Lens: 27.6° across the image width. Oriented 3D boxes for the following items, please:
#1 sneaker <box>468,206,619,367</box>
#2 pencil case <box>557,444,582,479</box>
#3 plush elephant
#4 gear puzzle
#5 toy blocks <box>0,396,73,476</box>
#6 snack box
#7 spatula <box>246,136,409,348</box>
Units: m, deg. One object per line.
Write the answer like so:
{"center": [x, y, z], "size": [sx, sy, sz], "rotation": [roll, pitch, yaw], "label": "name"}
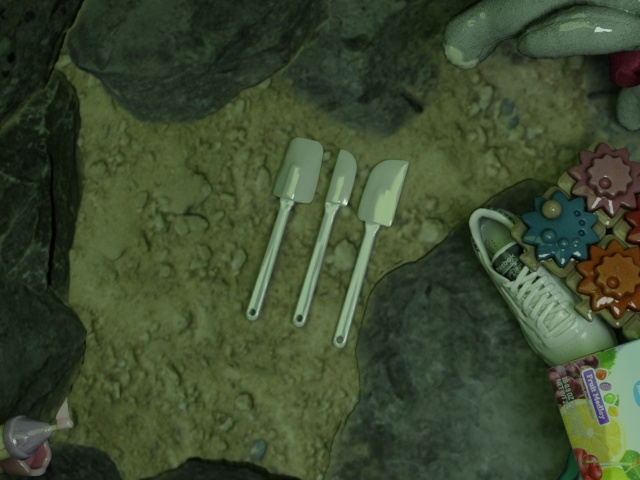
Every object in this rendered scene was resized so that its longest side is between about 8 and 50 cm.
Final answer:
{"center": [0.240, 0.061, 1.441], "size": [0.090, 0.095, 0.235], "rotation": [-40, 67, 8], "label": "sneaker"}
{"center": [0.278, 0.259, 1.392], "size": [0.070, 0.064, 0.151], "rotation": [22, 86, 22], "label": "pencil case"}
{"center": [0.356, -0.224, 1.396], "size": [0.330, 0.272, 0.255], "rotation": [-19, 109, 51], "label": "plush elephant"}
{"center": [0.371, 0.045, 1.373], "size": [0.339, 0.044, 0.175], "rotation": [43, 76, 12], "label": "gear puzzle"}
{"center": [-0.398, 0.348, 1.521], "size": [0.260, 0.309, 0.288], "rotation": [-16, 72, 26], "label": "toy blocks"}
{"center": [0.354, 0.179, 1.300], "size": [0.207, 0.070, 0.174], "rotation": [-22, 76, 20], "label": "snack box"}
{"center": [0.000, 0.000, 1.602], "size": [0.168, 0.019, 0.242], "rotation": [15, 84, 20], "label": "spatula"}
